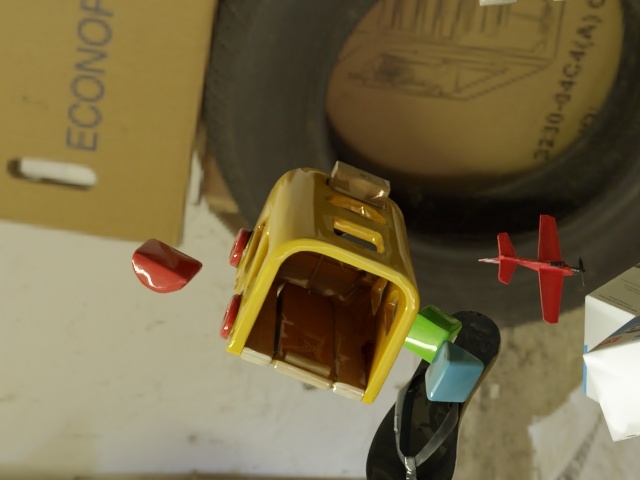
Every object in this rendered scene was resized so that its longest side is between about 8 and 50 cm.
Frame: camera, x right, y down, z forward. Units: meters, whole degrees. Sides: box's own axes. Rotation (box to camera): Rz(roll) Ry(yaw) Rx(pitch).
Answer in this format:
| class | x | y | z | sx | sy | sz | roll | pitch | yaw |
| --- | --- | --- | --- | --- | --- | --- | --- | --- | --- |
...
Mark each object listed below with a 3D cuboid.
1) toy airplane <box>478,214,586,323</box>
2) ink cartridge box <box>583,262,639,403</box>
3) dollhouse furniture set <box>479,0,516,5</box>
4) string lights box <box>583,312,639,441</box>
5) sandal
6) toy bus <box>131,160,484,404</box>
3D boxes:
| class | x | y | z | sx | sy | sz | roll | pitch | yaw |
| --- | --- | --- | --- | --- | --- | --- | --- | --- | --- |
| toy airplane | 0.280 | 0.029 | 1.545 | 0.028 | 0.151 | 0.151 | 139 | 133 | -64 |
| ink cartridge box | 0.411 | 0.099 | 1.414 | 0.086 | 0.203 | 0.148 | 27 | 132 | 44 |
| dollhouse furniture set | 0.243 | -0.311 | 0.994 | 0.303 | 0.355 | 0.174 | -40 | -54 | -85 |
| string lights box | 0.335 | 0.078 | 0.976 | 0.133 | 0.259 | 0.077 | -18 | 91 | 37 |
| sandal | 0.118 | 0.185 | 1.298 | 0.254 | 0.097 | 0.054 | -66 | -22 | -21 |
| toy bus | 0.005 | 0.007 | 0.725 | 0.202 | 0.191 | 0.104 | 39 | 115 | 31 |
